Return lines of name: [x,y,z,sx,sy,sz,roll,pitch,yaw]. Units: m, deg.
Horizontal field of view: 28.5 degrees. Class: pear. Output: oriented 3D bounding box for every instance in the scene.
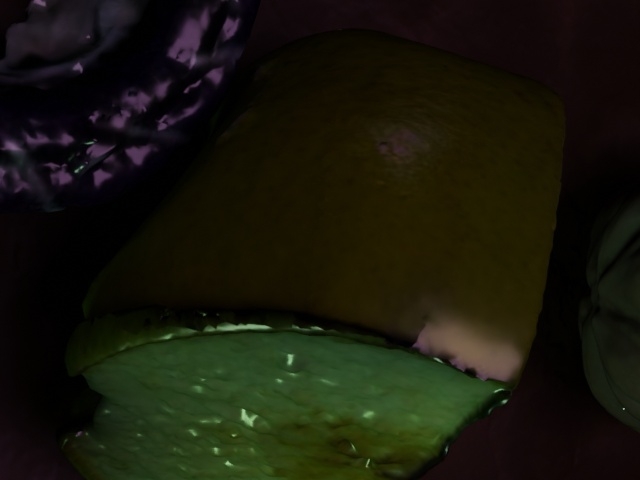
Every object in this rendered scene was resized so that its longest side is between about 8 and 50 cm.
pear: [0.000,0.000,0.597,0.159,0.292,0.292,25,79,-2]

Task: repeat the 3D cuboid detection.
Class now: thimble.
thimble: [-0.149,-0.121,0.524,0.237,0.150,0.237,-6,100,-34]

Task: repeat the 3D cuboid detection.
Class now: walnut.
walnut: [0.275,0.039,0.799,0.224,0.224,0.224,-4,97,-35]
